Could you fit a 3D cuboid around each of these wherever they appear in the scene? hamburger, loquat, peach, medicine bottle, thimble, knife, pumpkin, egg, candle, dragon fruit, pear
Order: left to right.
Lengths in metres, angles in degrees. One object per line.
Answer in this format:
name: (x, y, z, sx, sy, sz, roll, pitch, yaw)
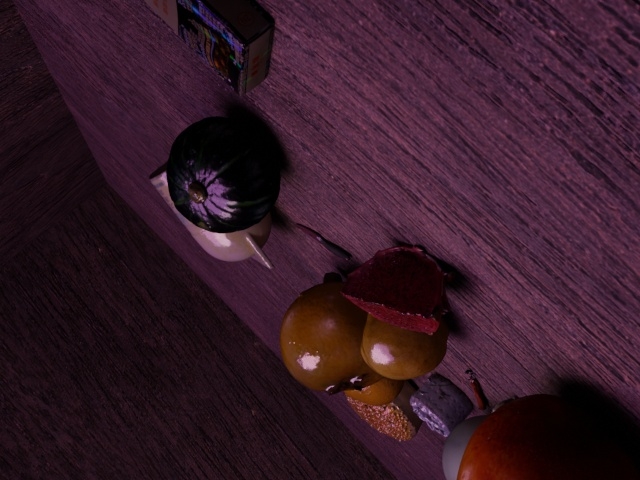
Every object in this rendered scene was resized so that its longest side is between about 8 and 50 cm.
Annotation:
pumpkin: (-0.251, -0.154, 1.725, 0.315, 0.238, 0.315, 17, 123, 28)
medicine bottle: (-0.284, -0.089, 2.020, 0.406, 0.235, 0.235, 55, 161, -17)
knife: (0.000, 0.000, 1.908, 0.247, 0.018, 0.035, 32, 160, 43)
loquat: (0.047, 0.243, 1.889, 0.328, 0.328, 0.360, 79, -176, -59)
loquat: (0.155, 0.399, 2.093, 0.208, 0.208, 0.208, 42, 162, 17)
hamburger: (0.212, 0.535, 2.289, 0.302, 0.170, 0.302, 44, 163, 18)
pear: (0.201, 0.225, 1.628, 0.209, 0.209, 0.209, 42, 162, 17)
dragon fruit: (0.198, 0.102, 1.494, 0.274, 0.161, 0.126, 11, 158, 42)
thimble: (0.337, 0.466, 1.951, 0.151, 0.118, 0.127, 35, 161, 35)
candle: (0.404, 0.387, 1.783, 0.026, 0.021, 0.167, 17, 145, 42)
egg: (0.424, 0.557, 1.726, 0.230, 0.230, 0.371, 45, 174, 8)
peach: (0.448, 0.492, 1.363, 0.388, 0.388, 0.388, 42, 162, 17)

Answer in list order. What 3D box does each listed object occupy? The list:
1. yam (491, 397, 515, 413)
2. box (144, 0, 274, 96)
yam: (0.489, 0.440, 1.607, 0.179, 0.078, 0.078, 34, 158, 39)
box: (-0.230, -0.455, 1.362, 0.310, 0.084, 0.198, 46, 162, 7)
